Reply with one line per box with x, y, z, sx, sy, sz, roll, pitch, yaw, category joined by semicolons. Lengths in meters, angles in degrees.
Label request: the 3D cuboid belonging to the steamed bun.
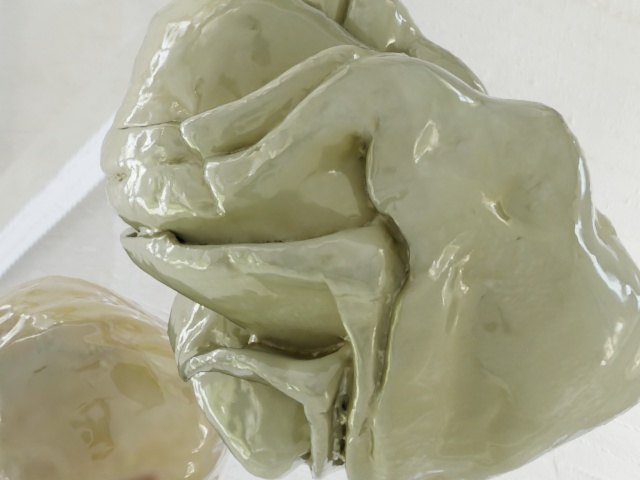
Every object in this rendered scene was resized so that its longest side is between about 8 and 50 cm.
-0.001;0.000;0.528;0.203;0.276;0.289;-38;-79;-11;steamed bun

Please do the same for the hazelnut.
-0.178;0.146;0.858;0.261;0.241;0.261;10;-77;55;hazelnut
